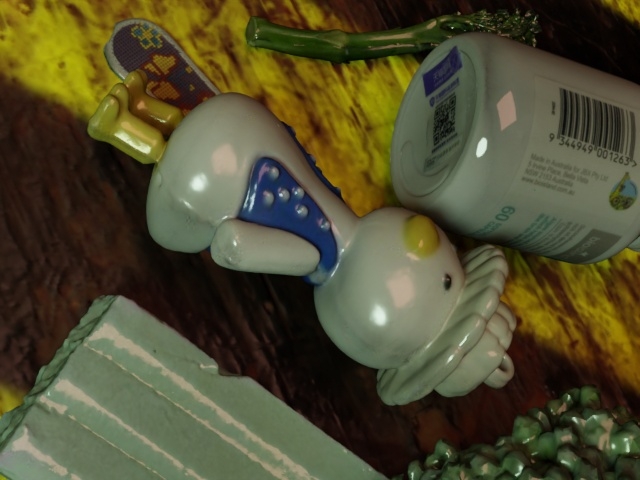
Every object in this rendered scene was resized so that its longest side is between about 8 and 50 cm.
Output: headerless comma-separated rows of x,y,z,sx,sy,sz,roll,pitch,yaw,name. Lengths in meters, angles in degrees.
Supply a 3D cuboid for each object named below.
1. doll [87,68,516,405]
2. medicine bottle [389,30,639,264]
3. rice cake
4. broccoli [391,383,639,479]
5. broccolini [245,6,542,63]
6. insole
0.000,0.000,0.561,0.293,0.119,0.138,36,26,-8,doll
0.169,-0.054,0.662,0.215,0.135,0.135,14,63,-22,medicine bottle
-0.051,0.133,0.518,0.237,0.043,0.127,39,57,-10,rice cake
0.159,0.238,0.421,0.334,0.272,0.324,-4,22,8,broccoli
0.057,-0.152,0.708,0.239,0.051,0.054,-5,77,-22,broccolini
-0.066,-0.071,0.625,0.197,0.004,0.065,48,56,-2,insole
